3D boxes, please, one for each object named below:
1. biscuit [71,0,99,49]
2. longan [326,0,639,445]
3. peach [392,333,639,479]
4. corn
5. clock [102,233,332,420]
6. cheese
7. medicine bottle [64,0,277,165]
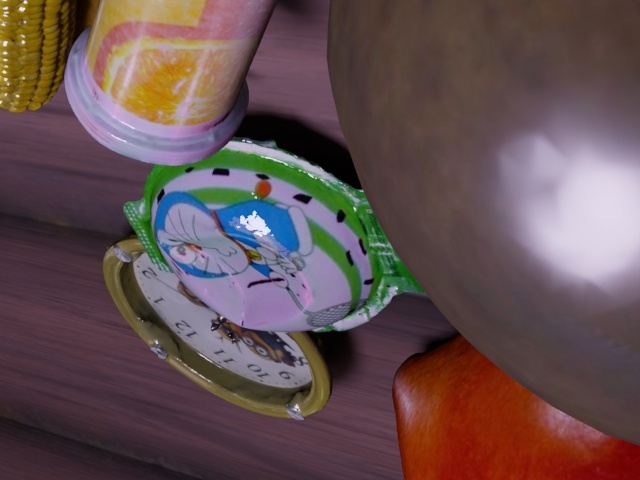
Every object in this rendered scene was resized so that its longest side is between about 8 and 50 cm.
[{"bbox_3d":[-0.103,-0.182,0.807,0.158,0.035,0.240,44,138,-16],"label":"biscuit"},{"bbox_3d":[0.157,-0.065,0.538,0.319,0.319,0.319,23,150,14],"label":"longan"},{"bbox_3d":[0.181,0.186,0.973,0.362,0.201,0.257,10,145,34],"label":"peach"},{"bbox_3d":[-0.177,-0.163,0.782,0.080,0.080,0.238,29,142,5],"label":"corn"},{"bbox_3d":[-0.083,0.065,1.187,0.237,0.057,0.237,24,149,16],"label":"clock"},{"bbox_3d":[0.000,0.000,0.976,0.320,0.083,0.204,2,136,28],"label":"cheese"},{"bbox_3d":[-0.034,-0.198,0.626,0.108,0.108,0.426,31,143,1],"label":"medicine bottle"}]
